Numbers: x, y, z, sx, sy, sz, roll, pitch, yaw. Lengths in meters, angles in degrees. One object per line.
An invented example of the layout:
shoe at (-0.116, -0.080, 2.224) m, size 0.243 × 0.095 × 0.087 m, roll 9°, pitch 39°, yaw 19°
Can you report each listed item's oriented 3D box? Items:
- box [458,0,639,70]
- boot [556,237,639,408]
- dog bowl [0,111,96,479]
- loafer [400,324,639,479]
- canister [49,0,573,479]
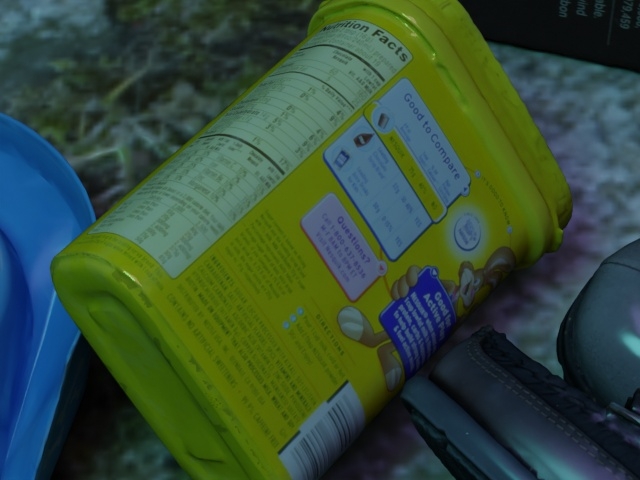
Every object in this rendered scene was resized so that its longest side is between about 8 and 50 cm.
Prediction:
box at (0.258, -0.157, 0.680) m, size 0.381 × 0.143 × 0.191 m, roll 14°, pitch 61°, yaw 13°
boot at (0.239, 0.045, 0.507) m, size 0.338 × 0.223 × 0.118 m, roll 25°, pitch 64°, yaw 17°
dog bowl at (-0.179, 0.087, 0.595) m, size 0.166 × 0.074 × 0.297 m, roll 12°, pitch 60°, yaw 11°
loafer at (0.162, 0.123, 0.527) m, size 0.302 × 0.109 × 0.095 m, roll 42°, pitch 84°, yaw 16°
canister at (0.000, 0.000, 0.600) m, size 0.170 × 0.126 × 0.073 m, roll -44°, pitch 21°, yaw -29°
